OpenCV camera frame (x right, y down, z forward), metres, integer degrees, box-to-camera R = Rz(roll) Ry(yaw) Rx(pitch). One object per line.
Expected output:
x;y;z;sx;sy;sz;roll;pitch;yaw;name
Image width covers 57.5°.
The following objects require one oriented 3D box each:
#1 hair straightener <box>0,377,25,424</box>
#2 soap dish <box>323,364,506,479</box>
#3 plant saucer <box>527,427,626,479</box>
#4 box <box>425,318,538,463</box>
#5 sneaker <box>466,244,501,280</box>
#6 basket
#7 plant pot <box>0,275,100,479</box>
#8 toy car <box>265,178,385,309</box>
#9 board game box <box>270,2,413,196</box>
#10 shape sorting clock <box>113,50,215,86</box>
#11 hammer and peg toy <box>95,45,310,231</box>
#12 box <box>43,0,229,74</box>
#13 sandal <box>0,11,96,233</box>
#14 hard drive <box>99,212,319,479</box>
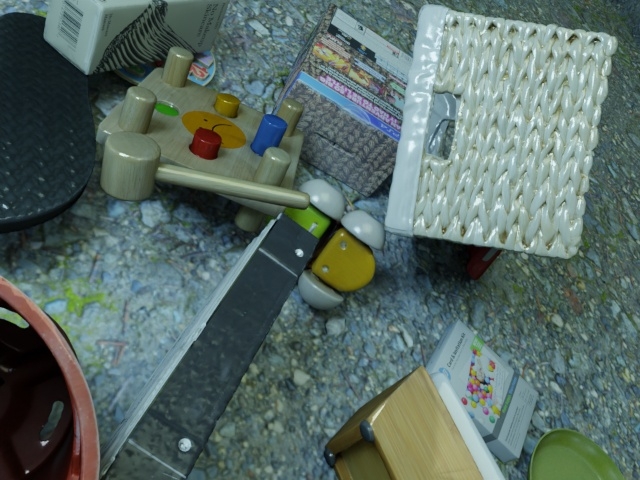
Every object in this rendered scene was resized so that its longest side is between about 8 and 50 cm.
-0.392;0.135;0.557;0.231;0.047;0.089;28;46;-15;hair straightener
0.121;0.314;0.671;0.118;0.229;0.290;-17;69;-24;soap dish
0.408;0.420;0.914;0.241;0.037;0.240;18;50;-23;plant saucer
0.258;0.239;0.943;0.186;0.038;0.145;43;44;1;box
0.291;-0.015;1.141;0.128;0.087;0.221;35;36;8;sneaker
0.272;-0.150;0.914;0.267;0.327;0.331;11;5;17;basket
-0.297;0.137;0.427;0.273;0.265;0.272;1;85;-17;plant pot
0.000;0.000;0.883;0.182;0.159;0.136;36;10;-7;toy car
0.055;-0.270;1.104;0.232;0.141;0.290;29;46;-14;board game box
-0.276;-0.325;0.986;0.206;0.040;0.206;19;49;-23;shape sorting clock
-0.150;-0.115;0.789;0.266;0.127;0.361;22;32;-11;hammer and peg toy
-0.267;-0.340;0.882;0.094;0.113;0.275;40;39;9;box
-0.378;-0.146;0.755;0.168;0.107;0.445;15;38;-24;sandal
-0.136;0.144;0.597;0.064;0.237;0.338;36;46;-7;hard drive
